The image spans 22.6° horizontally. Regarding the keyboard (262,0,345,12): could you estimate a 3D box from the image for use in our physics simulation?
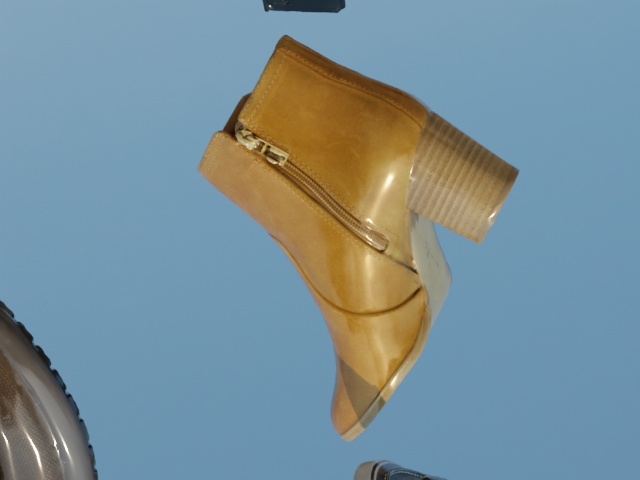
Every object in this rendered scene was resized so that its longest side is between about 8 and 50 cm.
[{"bbox_3d":[-0.034,-0.262,1.333,0.100,0.192,0.038,4,-121,9],"label":"keyboard"}]

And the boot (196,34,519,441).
[{"bbox_3d":[0.000,0.000,1.196,0.211,0.295,0.104,28,-145,4],"label":"boot"}]

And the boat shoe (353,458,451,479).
[{"bbox_3d":[0.098,0.202,1.206,0.083,0.183,0.065,-15,-119,26],"label":"boat shoe"}]

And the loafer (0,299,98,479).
[{"bbox_3d":[-0.212,0.178,0.981,0.130,0.366,0.134,-24,-144,-26],"label":"loafer"}]
